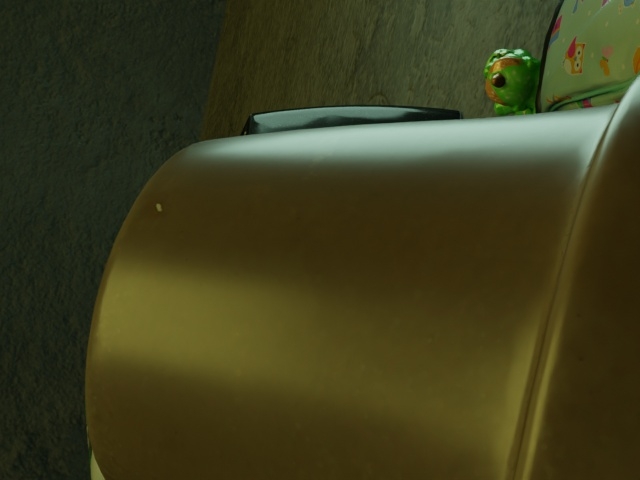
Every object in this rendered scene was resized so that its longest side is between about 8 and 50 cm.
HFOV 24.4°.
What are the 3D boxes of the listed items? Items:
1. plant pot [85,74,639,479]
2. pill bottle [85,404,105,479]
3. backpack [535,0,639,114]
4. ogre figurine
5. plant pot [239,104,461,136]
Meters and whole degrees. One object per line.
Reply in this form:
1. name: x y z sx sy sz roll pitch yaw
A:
1. plant pot: 0.044 0.055 0.565 0.263 0.229 0.263 10 -90 -71
2. pill bottle: -0.122 0.195 1.430 0.361 0.204 0.204 -140 64 -77
3. backpack: 0.168 -0.088 0.644 0.182 0.115 0.152 176 109 -74
4. ogre figurine: 0.144 -0.091 0.823 0.197 0.097 0.118 -55 2 22
5. plant pot: 0.000 0.000 1.182 0.188 0.167 0.187 119 161 -54
